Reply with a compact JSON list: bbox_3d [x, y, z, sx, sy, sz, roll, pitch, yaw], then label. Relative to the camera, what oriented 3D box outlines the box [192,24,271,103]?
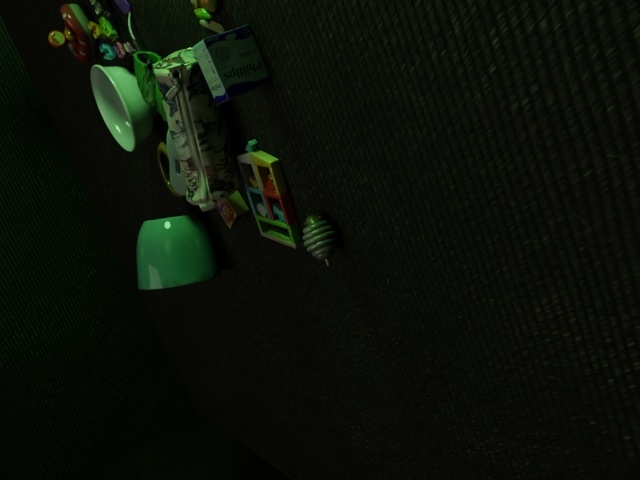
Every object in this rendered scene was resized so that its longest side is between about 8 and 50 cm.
[{"bbox_3d":[-0.198,-0.396,1.356,0.072,0.126,0.137,-1,116,57],"label":"box"}]

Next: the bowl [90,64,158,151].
[{"bbox_3d":[-0.643,-0.461,2.028,0.298,0.134,0.297,41,146,35],"label":"bowl"}]

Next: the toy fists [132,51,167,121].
[{"bbox_3d":[-0.467,-0.451,1.792,0.279,0.096,0.142,41,139,34],"label":"toy fists"}]

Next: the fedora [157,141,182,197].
[{"bbox_3d":[-0.480,-0.243,2.021,0.194,0.079,0.194,40,142,42],"label":"fedora"}]

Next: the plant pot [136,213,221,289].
[{"bbox_3d":[-0.516,0.031,2.141,0.293,0.293,0.234,-1,98,59],"label":"plant pot"}]

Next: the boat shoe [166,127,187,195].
[{"bbox_3d":[-0.391,-0.258,1.792,0.096,0.088,0.267,24,132,20],"label":"boat shoe"}]

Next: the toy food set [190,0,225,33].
[{"bbox_3d":[-0.285,-0.586,1.416,0.132,0.039,0.191,34,142,41],"label":"toy food set"}]

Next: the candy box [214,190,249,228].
[{"bbox_3d":[-0.295,-0.139,1.840,0.186,0.053,0.109,58,153,9],"label":"candy box"}]

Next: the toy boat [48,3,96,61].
[{"bbox_3d":[-0.916,-0.749,2.194,0.151,0.151,0.231,55,152,9],"label":"toy boat"}]

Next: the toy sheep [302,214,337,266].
[{"bbox_3d":[0.000,0.000,1.446,0.132,0.091,0.091,64,153,4],"label":"toy sheep"}]

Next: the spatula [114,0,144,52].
[{"bbox_3d":[-0.580,-0.647,1.860,0.084,0.030,0.296,7,122,58],"label":"spatula"}]

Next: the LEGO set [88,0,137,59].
[{"bbox_3d":[-0.678,-0.668,1.961,0.087,0.093,0.227,-33,80,31],"label":"LEGO set"}]

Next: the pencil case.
[{"bbox_3d":[-0.328,-0.293,1.602,0.160,0.183,0.409,-2,119,15],"label":"pencil case"}]

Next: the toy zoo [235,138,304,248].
[{"bbox_3d":[-0.145,-0.130,1.620,0.192,0.030,0.293,20,132,52],"label":"toy zoo"}]
